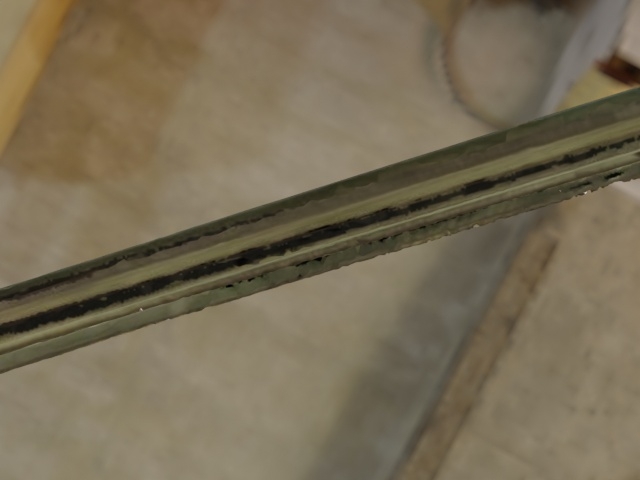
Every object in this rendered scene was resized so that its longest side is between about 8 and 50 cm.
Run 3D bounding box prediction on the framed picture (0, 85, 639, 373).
[{"bbox_3d":[0.000,0.000,0.516,0.217,0.274,0.017,51,-159,-87],"label":"framed picture"}]
